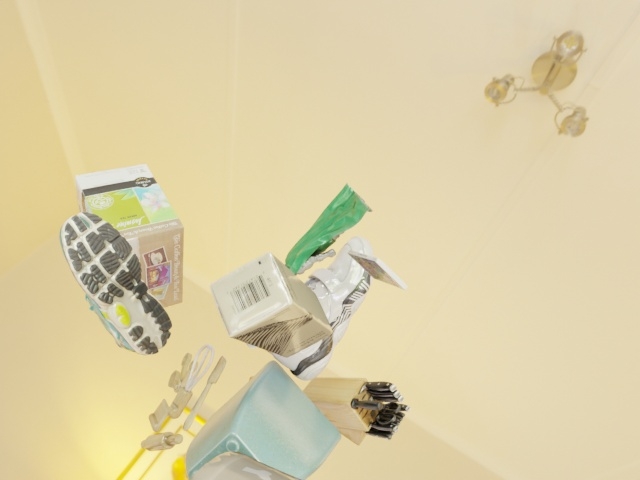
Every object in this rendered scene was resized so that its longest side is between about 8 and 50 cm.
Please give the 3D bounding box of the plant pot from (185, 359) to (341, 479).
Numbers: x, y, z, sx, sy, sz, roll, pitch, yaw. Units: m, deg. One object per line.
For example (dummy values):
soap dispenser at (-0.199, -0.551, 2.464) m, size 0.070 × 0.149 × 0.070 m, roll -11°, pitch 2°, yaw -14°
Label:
plant pot at (-0.141, 0.458, 1.094) m, size 0.247 × 0.252 × 0.248 m, roll -45°, pitch -96°, yaw 11°

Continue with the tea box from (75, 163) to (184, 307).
tea box at (-0.571, 0.005, 1.528) m, size 0.323 × 0.220 × 0.329 m, roll 49°, pitch -39°, yaw 34°

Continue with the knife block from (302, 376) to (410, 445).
knife block at (0.078, 0.393, 1.262) m, size 0.276 × 0.088 × 0.242 m, roll 28°, pitch -42°, yaw 21°

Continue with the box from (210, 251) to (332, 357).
box at (-0.071, 0.120, 0.857) m, size 0.094 × 0.113 × 0.275 m, roll 63°, pitch 5°, yaw 24°

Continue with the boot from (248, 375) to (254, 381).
boot at (-0.186, 0.514, 1.637) m, size 0.197 × 0.152 × 0.073 m, roll -7°, pitch -34°, yaw 36°

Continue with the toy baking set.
toy baking set at (-0.265, 0.293, 0.947) m, size 0.030 × 0.196 × 0.256 m, roll 31°, pitch -33°, yaw -26°

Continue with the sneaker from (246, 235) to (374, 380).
sneaker at (-0.026, 0.122, 1.166) m, size 0.210 × 0.365 × 0.137 m, roll 32°, pitch -11°, yaw -25°

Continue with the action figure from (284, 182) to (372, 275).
action figure at (0.000, 0.000, 0.999) m, size 0.232 × 0.137 × 0.063 m, roll -44°, pitch -65°, yaw 11°

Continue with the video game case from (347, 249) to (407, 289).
video game case at (0.109, 0.056, 0.986) m, size 0.087 × 0.011 × 0.122 m, roll 44°, pitch -11°, yaw -21°

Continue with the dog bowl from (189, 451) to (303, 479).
dog bowl at (-0.064, 0.375, 0.438) m, size 0.102 × 0.348 × 0.348 m, roll 2°, pitch -46°, yaw 15°

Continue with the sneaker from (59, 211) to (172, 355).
sneaker at (-0.359, 0.084, 0.846) m, size 0.110 × 0.107 × 0.275 m, roll -3°, pitch -62°, yaw 32°
